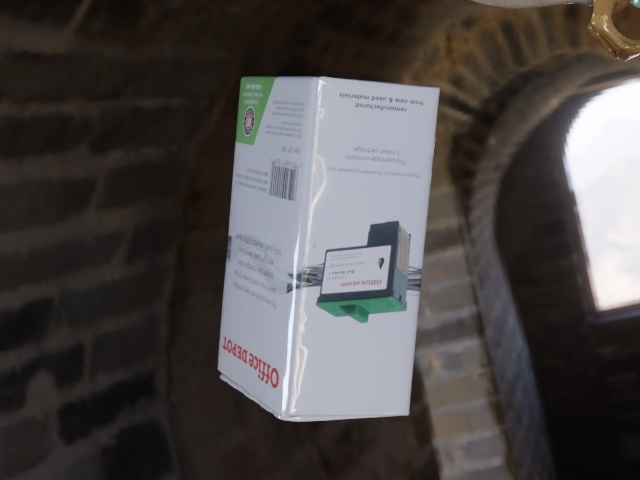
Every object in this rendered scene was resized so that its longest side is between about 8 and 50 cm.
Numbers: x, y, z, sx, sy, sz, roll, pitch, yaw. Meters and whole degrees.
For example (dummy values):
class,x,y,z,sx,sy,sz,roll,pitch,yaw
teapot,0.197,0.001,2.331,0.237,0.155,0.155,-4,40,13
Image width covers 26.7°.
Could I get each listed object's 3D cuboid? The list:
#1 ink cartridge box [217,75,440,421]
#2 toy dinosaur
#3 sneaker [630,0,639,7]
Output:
class,x,y,z,sx,sy,sz,roll,pitch,yaw
ink cartridge box,0.000,0.000,0.921,0.092,0.219,0.160,2,6,-21
toy dinosaur,0.159,-0.158,0.801,0.211,0.112,0.064,-24,1,39
sneaker,0.257,-0.179,0.963,0.038,0.069,0.098,-48,8,41
